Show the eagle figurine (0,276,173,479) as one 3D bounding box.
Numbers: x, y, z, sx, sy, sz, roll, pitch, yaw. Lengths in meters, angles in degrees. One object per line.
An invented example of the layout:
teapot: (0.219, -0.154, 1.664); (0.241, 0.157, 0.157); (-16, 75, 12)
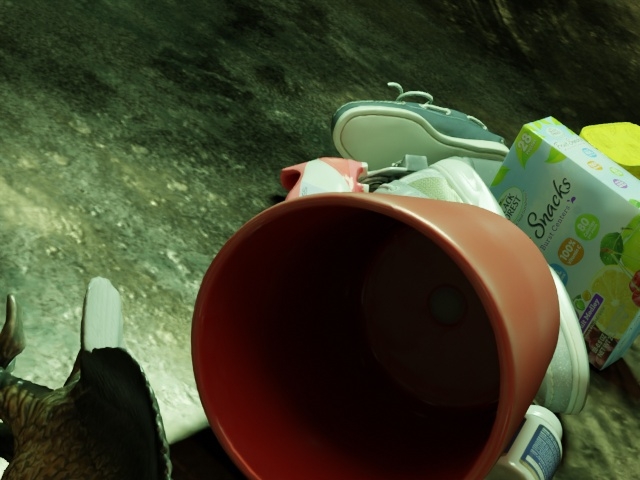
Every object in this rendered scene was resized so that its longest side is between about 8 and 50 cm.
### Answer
eagle figurine: (-0.152, 0.174, 1.021); (0.298, 0.225, 0.226); (31, 18, 28)

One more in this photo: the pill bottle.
pill bottle: (0.172, 0.192, 1.352); (0.067, 0.067, 0.120); (32, 31, 9)

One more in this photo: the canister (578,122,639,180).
canister: (0.296, -0.039, 1.703); (0.126, 0.170, 0.073); (-9, 45, -46)

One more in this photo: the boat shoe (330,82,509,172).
boat shoe: (0.110, -0.119, 1.758); (0.254, 0.095, 0.079); (6, 37, -34)

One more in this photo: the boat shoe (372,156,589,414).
boat shoe: (0.159, 0.048, 1.527); (0.103, 0.118, 0.320); (-18, 54, -16)

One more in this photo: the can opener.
can opener: (0.161, -0.039, 1.723); (0.283, 0.076, 0.095); (5, 69, -34)

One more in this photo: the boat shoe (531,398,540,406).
boat shoe: (0.146, 0.135, 1.438); (0.133, 0.049, 0.042); (38, 23, 10)

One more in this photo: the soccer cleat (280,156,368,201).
soccer cleat: (0.000, 0.000, 1.523); (0.095, 0.083, 0.248); (-2, 36, 5)

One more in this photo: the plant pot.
plant pot: (0.069, 0.077, 1.284); (0.275, 0.275, 0.243); (37, 23, 17)

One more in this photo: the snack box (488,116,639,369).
snack box: (0.264, 0.002, 1.611); (0.207, 0.174, 0.070); (39, 31, 23)
